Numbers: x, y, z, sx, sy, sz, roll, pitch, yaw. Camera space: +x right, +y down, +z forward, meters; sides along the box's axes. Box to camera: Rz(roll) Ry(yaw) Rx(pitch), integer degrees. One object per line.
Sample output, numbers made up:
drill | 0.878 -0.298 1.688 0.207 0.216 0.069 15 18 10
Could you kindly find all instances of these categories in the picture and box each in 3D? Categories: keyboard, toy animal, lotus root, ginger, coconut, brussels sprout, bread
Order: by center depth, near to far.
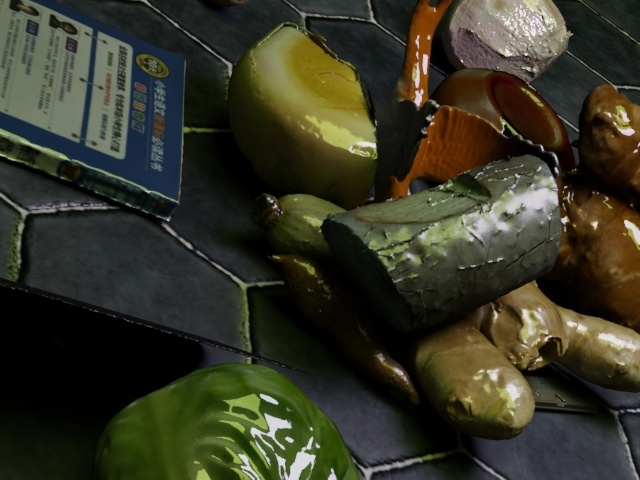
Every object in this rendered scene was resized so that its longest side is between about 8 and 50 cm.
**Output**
brussels sprout | -0.075 0.216 1.217 0.244 0.244 0.244 24 34 -17
lotus root | -0.001 0.001 1.676 0.183 0.077 0.090 25 26 -21
ginger | 0.189 0.084 1.724 0.363 0.122 0.348 -18 49 -40
keyboard | 0.270 0.181 1.753 0.129 0.015 0.049 8 36 -36
bread | -0.037 -0.141 1.776 0.156 0.158 0.260 9 40 -20
toy animal | 0.105 -0.178 1.783 0.225 0.302 0.284 9 68 -39
ginger | 0.407 -0.051 1.886 0.274 0.357 0.152 41 7 9
coconut | 0.270 -0.320 2.260 0.194 0.194 0.194 24 34 -17

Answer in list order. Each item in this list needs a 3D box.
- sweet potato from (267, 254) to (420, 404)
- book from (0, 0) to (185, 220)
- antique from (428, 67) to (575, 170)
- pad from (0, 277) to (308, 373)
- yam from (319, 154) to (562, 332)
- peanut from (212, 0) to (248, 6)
sweet potato | 0.031 0.090 1.608 0.226 0.068 0.068 46 33 2
book | -0.347 -0.196 1.649 0.428 0.039 0.300 23 34 -19
antique | 0.244 -0.129 2.026 0.223 0.129 0.278 27 35 -18
pad | -0.201 0.086 1.293 0.375 0.063 0.315 18 -5 -27
yam | 0.139 0.007 1.607 0.254 0.154 0.154 -17 55 -23
peanut | -0.146 -0.385 2.053 0.080 0.080 0.174 4 45 -40
